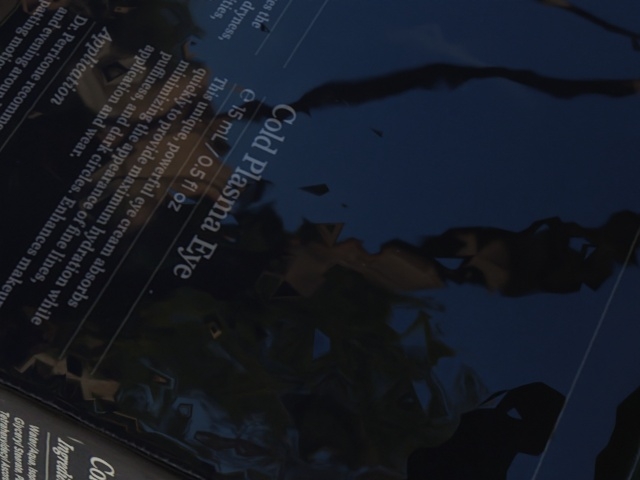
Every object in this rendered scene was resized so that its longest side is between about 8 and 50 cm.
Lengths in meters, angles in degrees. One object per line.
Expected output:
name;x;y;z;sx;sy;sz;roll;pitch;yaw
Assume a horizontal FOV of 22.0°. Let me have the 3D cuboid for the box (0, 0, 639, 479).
box;0.000;0.000;0.726;0.343;0.312;0.179;-60;170;-33
